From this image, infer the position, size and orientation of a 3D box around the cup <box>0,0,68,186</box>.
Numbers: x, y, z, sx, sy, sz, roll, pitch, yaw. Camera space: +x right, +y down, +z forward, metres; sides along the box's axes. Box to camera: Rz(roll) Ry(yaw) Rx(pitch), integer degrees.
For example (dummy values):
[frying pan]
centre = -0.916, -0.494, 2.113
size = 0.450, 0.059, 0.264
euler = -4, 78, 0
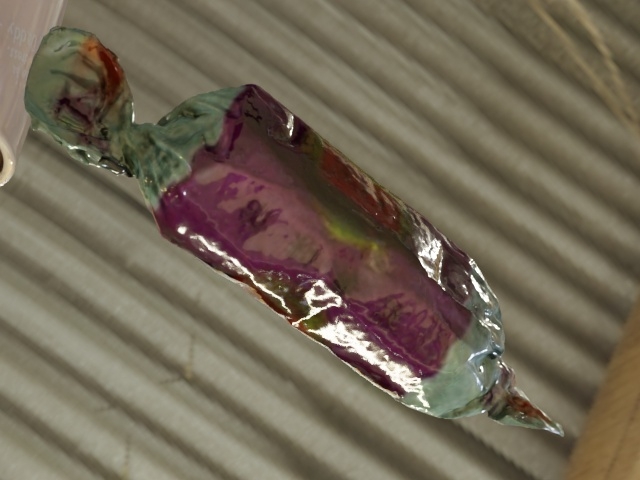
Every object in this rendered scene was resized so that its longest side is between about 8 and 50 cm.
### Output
[cup]
centre = -0.252, -0.168, 0.859
size = 0.253, 0.191, 0.200
euler = 28, -115, -32

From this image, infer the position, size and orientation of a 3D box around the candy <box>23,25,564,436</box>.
[candy]
centre = 0.000, 0.000, 0.420
size = 0.175, 0.043, 0.045
euler = 36, -154, -16
